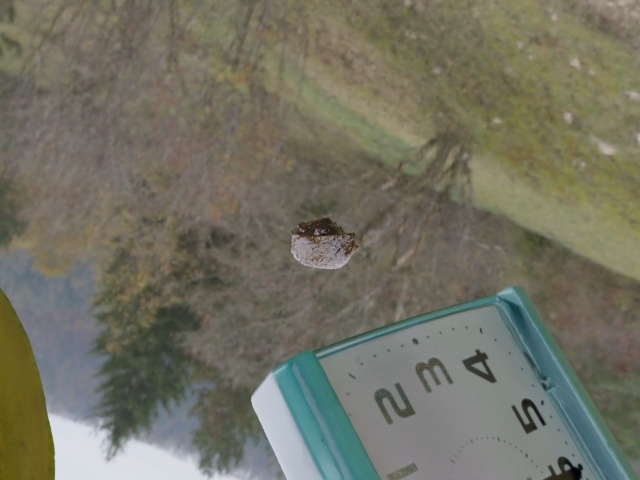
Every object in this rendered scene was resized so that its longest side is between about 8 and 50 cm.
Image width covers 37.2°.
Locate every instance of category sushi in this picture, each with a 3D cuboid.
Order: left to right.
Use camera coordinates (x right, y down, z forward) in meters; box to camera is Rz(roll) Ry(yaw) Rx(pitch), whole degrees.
[{"bbox_3d":[0.000,0.000,0.885,0.050,0.047,0.099,1,-169,-35],"label":"sushi"}]

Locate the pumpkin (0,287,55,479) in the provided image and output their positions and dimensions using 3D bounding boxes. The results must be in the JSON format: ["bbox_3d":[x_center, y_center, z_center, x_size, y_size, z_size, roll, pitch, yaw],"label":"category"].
[{"bbox_3d":[-0.232,0.101,0.448,0.110,0.218,0.217,-8,165,15],"label":"pumpkin"}]

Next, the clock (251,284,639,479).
[{"bbox_3d":[0.095,0.179,0.587,0.231,0.262,0.116,-12,155,-43],"label":"clock"}]
